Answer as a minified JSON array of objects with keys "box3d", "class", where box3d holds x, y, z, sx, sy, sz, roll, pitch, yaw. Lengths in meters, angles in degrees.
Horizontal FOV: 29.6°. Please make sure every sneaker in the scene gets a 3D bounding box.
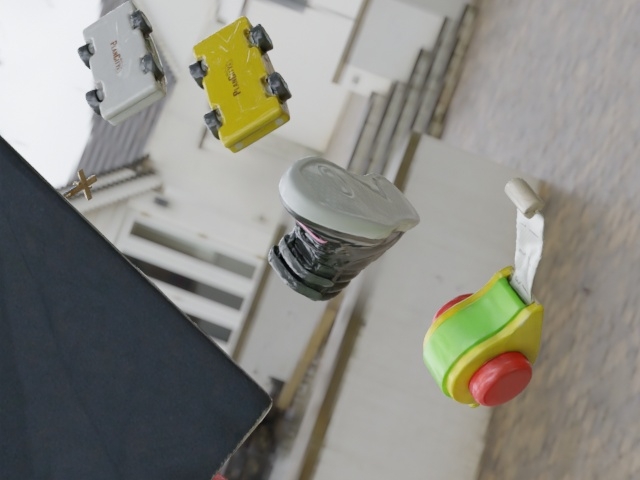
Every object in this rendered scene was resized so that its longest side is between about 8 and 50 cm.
[{"box3d":[0.000,0.000,1.255,0.147,0.104,0.296,-44,-15,14],"class":"sneaker"}]

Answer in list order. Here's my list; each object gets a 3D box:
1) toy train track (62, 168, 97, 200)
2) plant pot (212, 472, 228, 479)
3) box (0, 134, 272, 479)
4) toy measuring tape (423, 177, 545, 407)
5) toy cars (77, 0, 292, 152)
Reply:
[{"box3d":[-0.358,-0.074,1.762,0.083,0.014,0.048,-40,-57,-45],"class":"toy train track"},{"box3d":[-0.149,0.388,1.461,0.174,0.191,0.191,-43,-7,-18],"class":"plant pot"},{"box3d":[-0.257,0.085,0.582,0.212,0.293,0.395,-49,8,-30],"class":"box"},{"box3d":[0.160,0.075,1.217,0.330,0.121,0.121,83,-159,-51],"class":"toy measuring tape"},{"box3d":[-0.163,-0.192,1.491,0.176,0.393,0.087,-60,-41,-18],"class":"toy cars"}]
